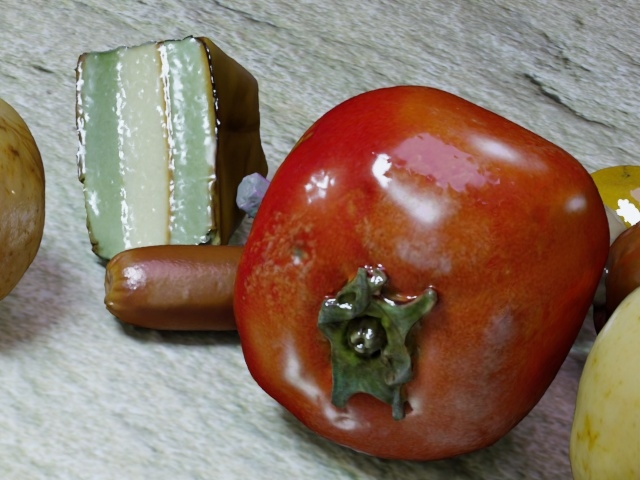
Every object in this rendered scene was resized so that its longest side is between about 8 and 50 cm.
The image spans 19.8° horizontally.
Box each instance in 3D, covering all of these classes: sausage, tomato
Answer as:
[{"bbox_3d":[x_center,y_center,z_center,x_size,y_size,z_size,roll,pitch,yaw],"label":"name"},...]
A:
[{"bbox_3d":[-0.067,0.045,1.770,0.300,0.083,0.089,0,-3,-26],"label":"sausage"},{"bbox_3d":[0.091,0.029,1.607,0.293,0.325,0.290,17,27,15],"label":"tomato"}]

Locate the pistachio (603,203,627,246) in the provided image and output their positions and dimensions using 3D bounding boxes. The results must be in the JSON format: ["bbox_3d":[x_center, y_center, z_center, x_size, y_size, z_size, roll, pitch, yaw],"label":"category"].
[{"bbox_3d":[0.215,0.006,1.900,0.200,0.117,0.145,-23,58,-7],"label":"pistachio"}]

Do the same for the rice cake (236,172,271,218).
[{"bbox_3d":[0.000,0.000,1.864,0.207,0.036,0.047,35,34,-23],"label":"rice cake"}]

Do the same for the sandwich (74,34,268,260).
[{"bbox_3d":[-0.146,-0.073,1.910,0.155,0.227,0.198,-6,-13,15],"label":"sandwich"}]

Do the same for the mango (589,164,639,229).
[{"bbox_3d":[0.357,0.013,1.975,0.147,0.109,0.227,-36,64,-6],"label":"mango"}]

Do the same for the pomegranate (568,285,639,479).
[{"bbox_3d":[0.380,0.154,1.485,0.342,0.342,0.342,11,26,-5],"label":"pomegranate"}]

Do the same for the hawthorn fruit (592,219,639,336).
[{"bbox_3d":[0.365,0.066,1.807,0.250,0.215,0.215,13,26,1],"label":"hawthorn fruit"}]

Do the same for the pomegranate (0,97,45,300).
[{"bbox_3d":[-0.359,-0.041,1.644,0.248,0.248,0.248,11,26,-5],"label":"pomegranate"}]
